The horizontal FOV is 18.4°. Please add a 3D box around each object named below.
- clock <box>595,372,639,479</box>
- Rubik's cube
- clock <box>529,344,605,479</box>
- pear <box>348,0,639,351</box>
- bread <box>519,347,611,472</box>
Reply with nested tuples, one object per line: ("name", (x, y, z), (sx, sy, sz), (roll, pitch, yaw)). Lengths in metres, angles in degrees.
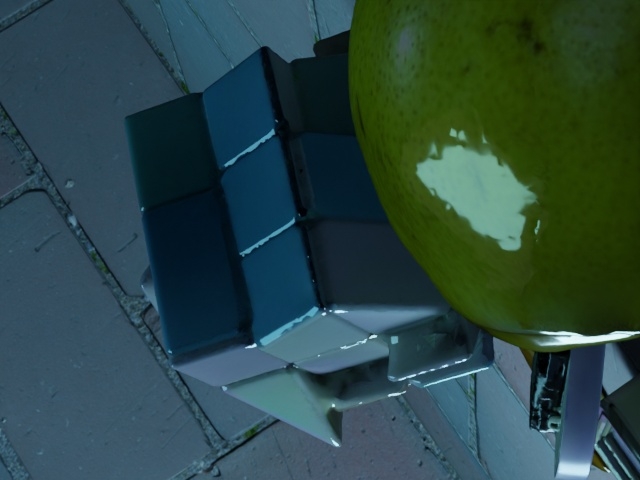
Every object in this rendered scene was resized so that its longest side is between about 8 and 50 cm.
("clock", (0.341, 0.227, 1.892), (0.192, 0.071, 0.147), (56, 172, 15))
("Rubik's cube", (0.000, 0.000, 1.974), (0.368, 0.358, 0.387), (30, -134, -65))
("clock", (0.234, 0.125, 1.878), (0.198, 0.064, 0.172), (-76, -9, -65))
("pear", (0.136, -0.108, 1.068), (0.336, 0.285, 0.285), (62, 172, -6))
("bread", (0.262, 0.144, 2.145), (0.226, 0.049, 0.088), (61, 172, -17))
